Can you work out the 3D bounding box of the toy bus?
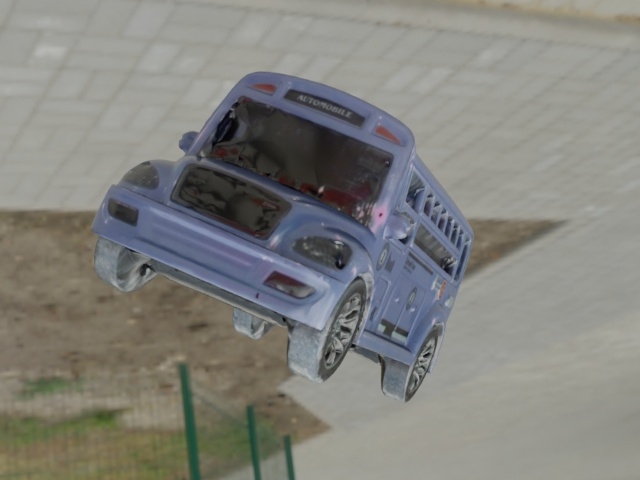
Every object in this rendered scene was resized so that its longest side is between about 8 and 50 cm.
[{"bbox_3d":[0.000,0.000,0.648,0.125,0.133,0.292,22,176,18],"label":"toy bus"}]
